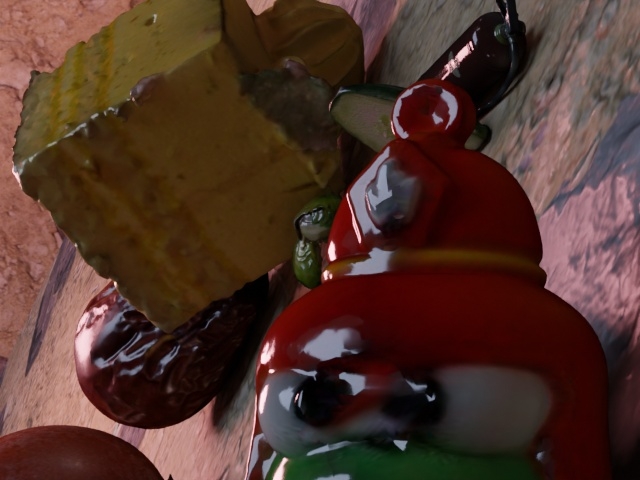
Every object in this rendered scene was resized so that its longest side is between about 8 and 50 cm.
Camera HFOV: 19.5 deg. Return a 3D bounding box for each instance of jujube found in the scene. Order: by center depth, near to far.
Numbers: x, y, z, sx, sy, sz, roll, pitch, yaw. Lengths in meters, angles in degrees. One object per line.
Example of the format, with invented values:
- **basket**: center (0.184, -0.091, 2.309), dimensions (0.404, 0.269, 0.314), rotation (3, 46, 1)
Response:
- **jujube**: center (-0.140, 0.085, 1.826), dimensions (0.236, 0.168, 0.168), rotation (-39, 29, 34)

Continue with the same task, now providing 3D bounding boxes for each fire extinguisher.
- **fire extinguisher**: center (0.108, -0.123, 1.327), dimensions (0.158, 0.043, 0.064), rotation (137, 121, -64)

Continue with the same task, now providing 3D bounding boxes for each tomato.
- **tomato**: center (-0.252, 0.300, 1.724), dimensions (0.265, 0.265, 0.264), rotation (-160, 90, -77)

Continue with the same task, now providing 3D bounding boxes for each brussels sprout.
- **brussels sprout**: center (-0.001, 0.001, 1.573), dimensions (0.083, 0.051, 0.046), rotation (-68, -12, 7)

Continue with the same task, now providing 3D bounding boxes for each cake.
- **cake**: center (-0.095, -0.106, 1.661), dimensions (0.286, 0.222, 0.227), rotation (-32, 29, 15)

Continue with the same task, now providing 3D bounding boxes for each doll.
- **doll**: center (0.053, 0.097, 0.907), dimensions (0.183, 0.160, 0.363), rotation (-4, 79, 30)

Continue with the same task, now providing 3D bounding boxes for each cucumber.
- **cucumber**: center (0.061, -0.088, 1.325), dimensions (0.067, 0.107, 0.035), rotation (127, 165, -57)
